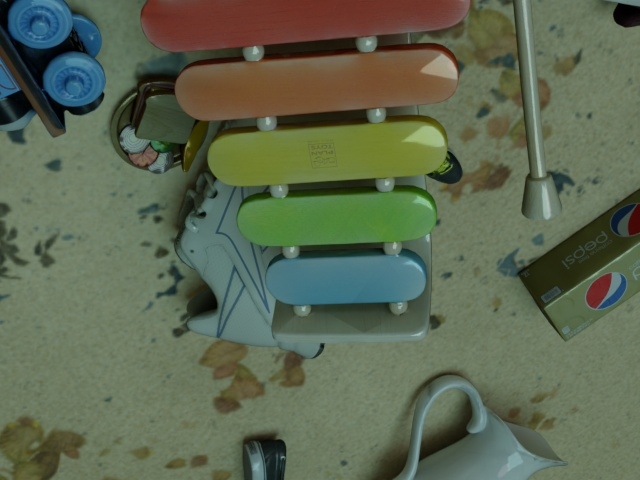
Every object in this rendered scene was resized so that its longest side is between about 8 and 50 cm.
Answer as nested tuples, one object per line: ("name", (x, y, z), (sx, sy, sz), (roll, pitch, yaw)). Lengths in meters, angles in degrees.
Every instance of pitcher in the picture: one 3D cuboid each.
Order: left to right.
("pitcher", (0.126, 0.253, 1.192), (0.178, 0.125, 0.207), (40, 92, -17))

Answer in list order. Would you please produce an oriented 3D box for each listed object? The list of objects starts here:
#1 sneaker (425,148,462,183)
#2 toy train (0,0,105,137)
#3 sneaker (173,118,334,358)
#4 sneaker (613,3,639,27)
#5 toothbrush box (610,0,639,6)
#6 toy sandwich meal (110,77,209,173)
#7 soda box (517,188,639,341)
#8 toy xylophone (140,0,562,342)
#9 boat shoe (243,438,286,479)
("sneaker", (0.095, -0.069, 0.986), (0.031, 0.035, 0.083), (-45, 128, 13))
("toy train", (-0.217, -0.149, 0.775), (0.105, 0.080, 0.184), (-21, 132, 4))
("sneaker", (-0.053, -0.027, 0.914), (0.129, 0.111, 0.297), (0, 120, -5))
("sneaker", (0.270, -0.276, 0.867), (0.163, 0.106, 0.281), (-14, 129, -9))
("toothbrush box", (0.130, -0.268, 0.707), (0.283, 0.122, 0.206), (7, 152, -10))
("toy sandwich meal", (-0.121, -0.085, 0.888), (0.086, 0.029, 0.085), (-11, 127, -15))
("soda box", (0.287, 0.014, 1.112), (0.181, 0.058, 0.061), (-35, 130, 5))
("toy xylophone", (0.033, -0.078, 0.765), (0.236, 0.081, 0.322), (-9, 121, 16))
("boat shoe", (-0.052, 0.257, 1.154), (0.040, 0.049, 0.142), (-11, 125, -16))
